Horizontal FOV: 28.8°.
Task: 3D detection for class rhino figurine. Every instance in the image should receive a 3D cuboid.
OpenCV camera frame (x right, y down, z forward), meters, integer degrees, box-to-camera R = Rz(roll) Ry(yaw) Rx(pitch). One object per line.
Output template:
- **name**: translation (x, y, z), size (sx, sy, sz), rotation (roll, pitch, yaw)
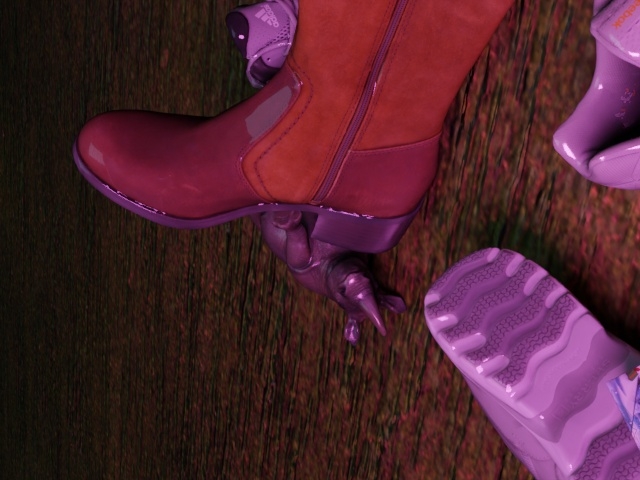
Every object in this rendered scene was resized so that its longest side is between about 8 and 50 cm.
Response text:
- **rhino figurine**: translation (0.000, 0.000, 1.014), size (0.243, 0.073, 0.106), rotation (52, 170, 45)

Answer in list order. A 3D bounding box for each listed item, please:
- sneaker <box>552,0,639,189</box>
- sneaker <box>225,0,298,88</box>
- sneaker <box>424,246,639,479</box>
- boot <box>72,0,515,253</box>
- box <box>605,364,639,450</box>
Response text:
- **sneaker**: translation (0.185, -0.119, 0.539), size (0.099, 0.121, 0.262), rotation (57, 145, 43)
- **sneaker**: translation (0.003, -0.168, 0.893), size (0.228, 0.132, 0.086), rotation (124, 133, -55)
- **sneaker**: translation (0.173, 0.119, 0.707), size (0.281, 0.105, 0.115), rotation (54, 179, 37)
- **boot**: translation (-0.025, -0.116, 0.837), size (0.280, 0.264, 0.096), rotation (109, 176, -48)
- **box**: translation (0.211, 0.109, 0.601), size (0.094, 0.027, 0.137), rotation (-31, 62, 17)
